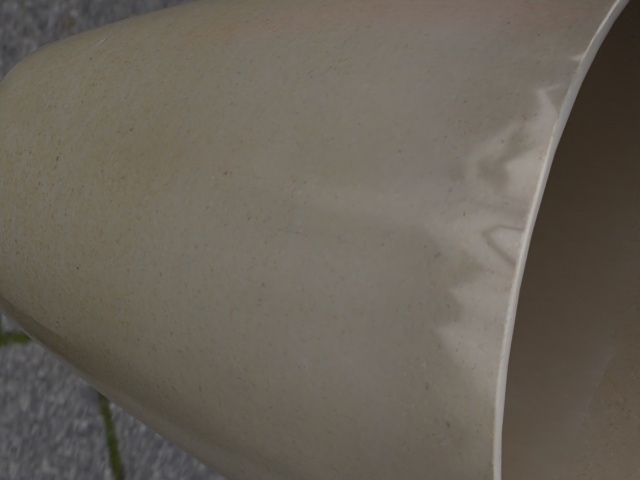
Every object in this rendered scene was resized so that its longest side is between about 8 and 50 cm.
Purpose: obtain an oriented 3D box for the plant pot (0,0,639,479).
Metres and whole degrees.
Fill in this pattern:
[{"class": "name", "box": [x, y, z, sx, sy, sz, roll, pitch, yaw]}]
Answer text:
[{"class": "plant pot", "box": [0.000, 0.000, 0.679, 0.274, 0.256, 0.256, 11, 50, 28]}]
